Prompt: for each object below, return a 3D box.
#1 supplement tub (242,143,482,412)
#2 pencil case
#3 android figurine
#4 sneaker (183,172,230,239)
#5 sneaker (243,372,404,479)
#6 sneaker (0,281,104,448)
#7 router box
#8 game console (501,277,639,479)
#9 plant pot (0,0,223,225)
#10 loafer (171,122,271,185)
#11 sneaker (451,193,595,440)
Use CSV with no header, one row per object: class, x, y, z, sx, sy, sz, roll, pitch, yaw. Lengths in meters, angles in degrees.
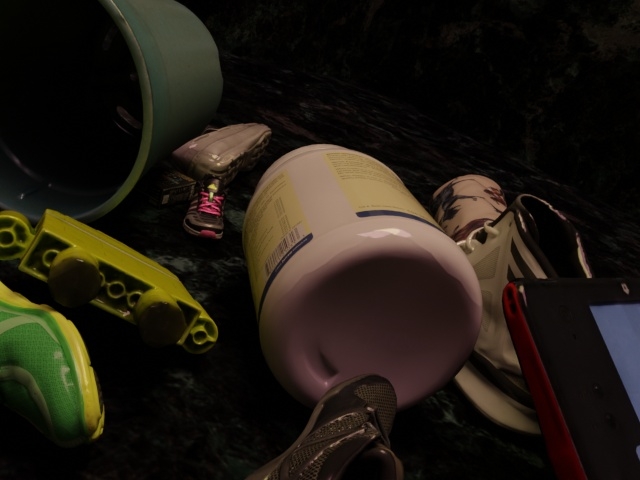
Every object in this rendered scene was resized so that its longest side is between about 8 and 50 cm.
supplement tub,0.028,0.025,0.736,0.235,0.236,0.325,12,23,-18
pencil case,0.314,0.001,1.136,0.183,0.160,0.410,33,20,-11
android figurine,-0.223,0.036,0.632,0.248,0.056,0.273,32,-5,-26
sneaker,-0.181,-0.060,0.972,0.063,0.075,0.170,14,23,-15
sneaker,0.036,0.180,0.502,0.130,0.087,0.227,-17,4,34
sneaker,-0.298,0.094,0.510,0.295,0.110,0.123,28,42,22
router box,-0.286,-0.102,1.031,0.122,0.038,0.092,28,24,19
game console,0.360,0.196,0.608,0.386,0.060,0.342,3,66,-37
plant pot,-0.323,-0.231,0.887,0.341,0.341,0.334,22,23,5
loafer,-0.189,-0.191,1.227,0.111,0.112,0.319,30,23,4
sneaker,0.215,0.031,0.849,0.169,0.258,0.447,4,26,-33
